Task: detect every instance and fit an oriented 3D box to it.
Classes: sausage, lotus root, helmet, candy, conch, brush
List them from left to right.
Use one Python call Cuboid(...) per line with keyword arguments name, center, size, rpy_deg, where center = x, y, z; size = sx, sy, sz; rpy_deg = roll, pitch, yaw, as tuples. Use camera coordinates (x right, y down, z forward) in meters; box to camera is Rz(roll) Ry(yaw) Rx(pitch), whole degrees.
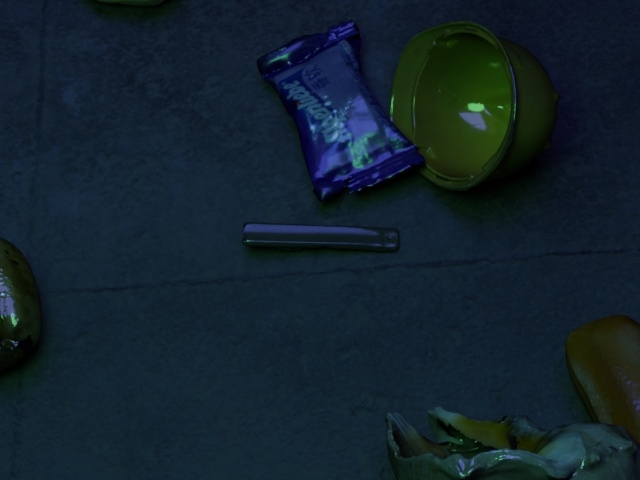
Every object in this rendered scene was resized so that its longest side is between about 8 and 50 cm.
Cuboid(name="lotus root", center=(-0.395, 0.060, 1.879), size=(0.125, 0.118, 0.221), rpy_deg=(4, 43, -35))
Cuboid(name="brush", center=(0.000, 0.000, 1.958), size=(0.190, 0.027, 0.034), rpy_deg=(1, 57, -5))
Cuboid(name="candy", center=(0.022, -0.167, 2.049), size=(0.145, 0.070, 0.275), rpy_deg=(-22, 55, -4))
Cuboid(name="helmet", center=(0.210, -0.161, 1.987), size=(0.140, 0.205, 0.257), rpy_deg=(4, 12, -30))
Cuboid(name="conch", center=(0.185, 0.261, 1.644), size=(0.324, 0.263, 0.186), rpy_deg=(-1, 73, 50))
Cuboid(name="sausage", center=(0.353, 0.199, 1.743), size=(0.105, 0.105, 0.274), rpy_deg=(-17, 55, -9))

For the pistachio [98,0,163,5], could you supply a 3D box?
Cuboid(name="pistachio", center=(-0.277, -0.394, 2.203), size=(0.200, 0.117, 0.145), rpy_deg=(31, 66, 24))
